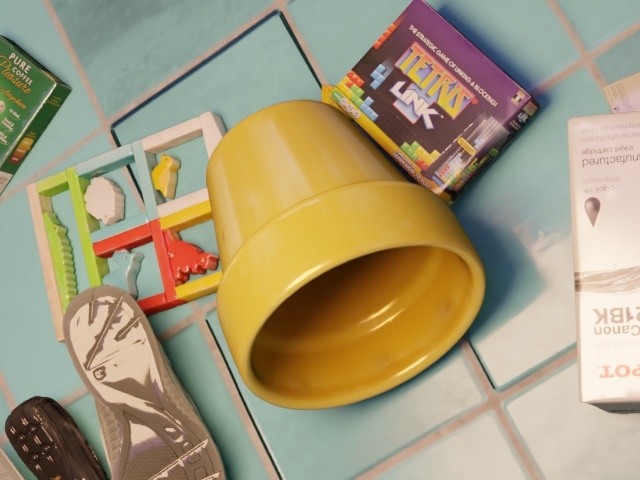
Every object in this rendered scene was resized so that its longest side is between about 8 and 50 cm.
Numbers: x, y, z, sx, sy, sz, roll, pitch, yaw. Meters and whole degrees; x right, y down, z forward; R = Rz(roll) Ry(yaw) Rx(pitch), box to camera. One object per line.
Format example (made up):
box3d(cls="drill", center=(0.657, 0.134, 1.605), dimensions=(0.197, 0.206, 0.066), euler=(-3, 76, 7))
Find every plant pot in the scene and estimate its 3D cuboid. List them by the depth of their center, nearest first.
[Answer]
box3d(cls="plant pot", center=(0.000, 0.000, 1.506), dimensions=(0.254, 0.254, 0.239), euler=(-38, 53, 14))

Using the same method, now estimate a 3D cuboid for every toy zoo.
box3d(cls="toy zoo", center=(-0.182, -0.020, 1.691), dimensions=(0.293, 0.030, 0.192), euler=(-19, 74, 20))

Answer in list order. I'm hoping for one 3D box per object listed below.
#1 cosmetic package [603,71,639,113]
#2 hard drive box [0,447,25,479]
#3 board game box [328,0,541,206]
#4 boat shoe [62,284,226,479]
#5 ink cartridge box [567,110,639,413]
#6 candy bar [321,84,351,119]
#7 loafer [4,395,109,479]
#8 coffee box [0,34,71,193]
box3d(cls="cosmetic package", center=(0.338, -0.146, 1.472), dimensions=(0.115, 0.060, 0.041), euler=(-22, 74, 20))
box3d(cls="hard drive box", center=(-0.359, 0.352, 1.639), dimensions=(0.232, 0.089, 0.181), euler=(48, 126, 23))
box3d(cls="board game box", center=(0.115, -0.142, 1.553), dimensions=(0.141, 0.048, 0.170), euler=(-49, 67, 10))
box3d(cls="boat shoe", center=(-0.179, 0.199, 1.616), dimensions=(0.118, 0.103, 0.320), euler=(-25, 87, -1))
box3d(cls="ink cartridge box", center=(0.340, 0.020, 1.413), dimensions=(0.197, 0.114, 0.272), euler=(-5, 81, 22))
box3d(cls="candy bar", center=(0.071, -0.139, 1.608), dimensions=(0.161, 0.018, 0.040), euler=(7, 84, 23))
box3d(cls="loafer", center=(-0.258, 0.267, 1.654), dimensions=(0.076, 0.078, 0.223), euler=(-32, 88, 23))
box3d(cls="coffee box", center=(-0.385, -0.136, 1.792), dimensions=(0.113, 0.040, 0.184), euler=(37, 97, 23))
